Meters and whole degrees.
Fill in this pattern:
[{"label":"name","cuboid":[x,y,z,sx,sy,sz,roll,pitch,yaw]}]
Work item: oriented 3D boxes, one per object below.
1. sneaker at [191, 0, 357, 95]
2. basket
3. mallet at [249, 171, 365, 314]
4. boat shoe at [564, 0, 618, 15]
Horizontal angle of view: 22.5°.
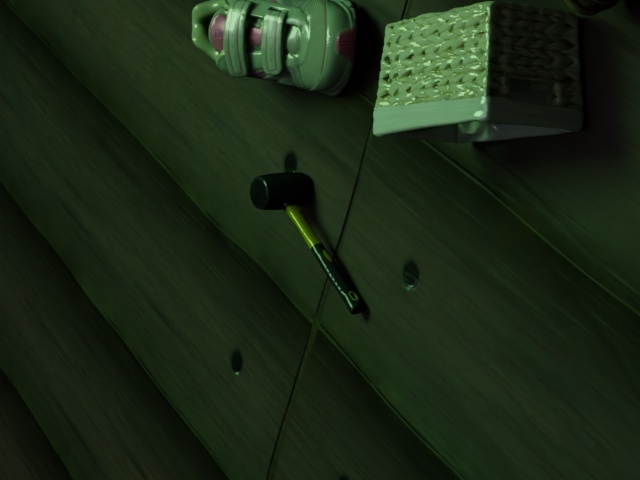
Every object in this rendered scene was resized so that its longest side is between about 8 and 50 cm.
[{"label":"sneaker","cuboid":[-0.053,-0.206,1.675,0.252,0.111,0.103,11,99,56]},{"label":"basket","cuboid":[0.134,-0.142,1.385,0.167,0.113,0.103,-3,85,57]},{"label":"mallet","cuboid":[0.000,0.000,1.670,0.190,0.062,0.039,51,134,25]},{"label":"boat shoe","cuboid":[0.223,-0.287,1.283,0.073,0.073,0.207,-9,82,59]}]
